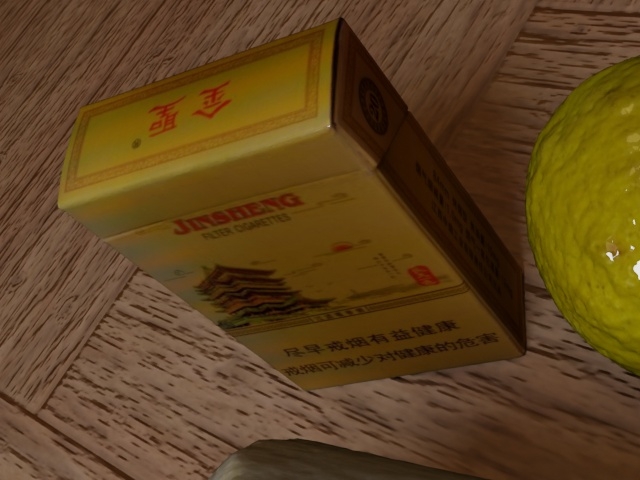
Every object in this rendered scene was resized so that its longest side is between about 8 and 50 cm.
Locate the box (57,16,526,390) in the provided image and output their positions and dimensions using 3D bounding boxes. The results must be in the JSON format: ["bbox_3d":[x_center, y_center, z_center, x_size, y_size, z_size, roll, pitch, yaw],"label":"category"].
[{"bbox_3d":[0.000,0.000,0.589,0.174,0.274,0.076,-14,54,26],"label":"box"}]

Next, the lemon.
[{"bbox_3d":[0.203,-0.013,0.531,0.180,0.180,0.193,-31,20,10],"label":"lemon"}]

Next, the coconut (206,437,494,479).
[{"bbox_3d":[0.034,0.219,0.382,0.329,0.329,0.328,-19,48,22],"label":"coconut"}]
